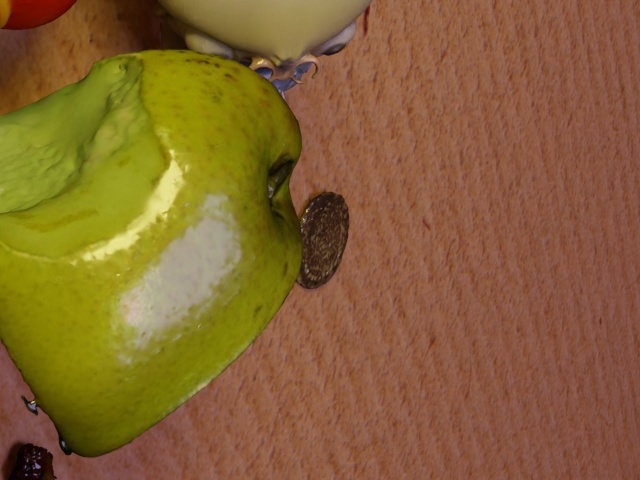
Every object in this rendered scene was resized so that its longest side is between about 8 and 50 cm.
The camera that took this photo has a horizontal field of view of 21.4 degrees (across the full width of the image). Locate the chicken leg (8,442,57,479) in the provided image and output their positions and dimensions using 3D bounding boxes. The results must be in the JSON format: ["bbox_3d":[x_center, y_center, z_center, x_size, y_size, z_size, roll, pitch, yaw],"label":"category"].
[{"bbox_3d":[-0.245,0.236,1.509,0.062,0.037,0.145,-61,147,-48],"label":"chicken leg"}]

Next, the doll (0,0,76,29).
[{"bbox_3d":[-0.225,-0.246,1.203,0.182,0.160,0.363,52,55,-35],"label":"doll"}]

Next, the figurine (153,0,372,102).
[{"bbox_3d":[-0.074,-0.190,1.468,0.227,0.274,0.394,-5,138,-15],"label":"figurine"}]

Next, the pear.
[{"bbox_3d":[-0.139,-0.027,1.274,0.282,0.286,0.176,-29,136,-6],"label":"pear"}]

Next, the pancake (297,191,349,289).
[{"bbox_3d":[0.001,0.000,1.831,0.115,0.011,0.114,-30,127,-51],"label":"pancake"}]
